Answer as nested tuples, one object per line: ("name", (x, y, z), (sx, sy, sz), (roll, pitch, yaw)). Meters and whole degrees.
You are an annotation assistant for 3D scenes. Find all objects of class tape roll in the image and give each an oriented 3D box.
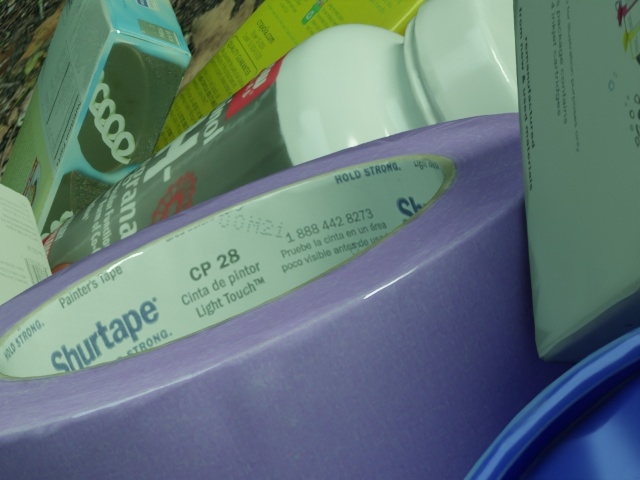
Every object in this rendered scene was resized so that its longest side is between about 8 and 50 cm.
("tape roll", (-0.022, 0.046, 0.638), (0.274, 0.090, 0.275), (-22, 13, 5))

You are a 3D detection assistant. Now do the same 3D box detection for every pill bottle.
("pill bottle", (0.000, 0.000, 0.872), (0.318, 0.176, 0.176), (-34, 31, 29))

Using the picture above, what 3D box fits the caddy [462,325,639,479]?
("caddy", (0.124, 0.180, 0.449), (0.241, 0.179, 0.341), (39, 94, 36))

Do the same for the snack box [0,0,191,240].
("snack box", (-0.183, -0.027, 1.185), (0.187, 0.060, 0.322), (-114, 45, -61))

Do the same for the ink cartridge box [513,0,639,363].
("ink cartridge box", (0.165, -0.070, 0.452), (0.233, 0.171, 0.168), (123, 147, -72))

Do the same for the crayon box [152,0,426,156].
("crayon box", (0.022, -0.116, 1.087), (0.318, 0.081, 0.202), (-46, 27, 9))

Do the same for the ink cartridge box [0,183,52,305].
("ink cartridge box", (-0.158, 0.070, 0.794), (0.067, 0.115, 0.198), (-21, 76, 8))
